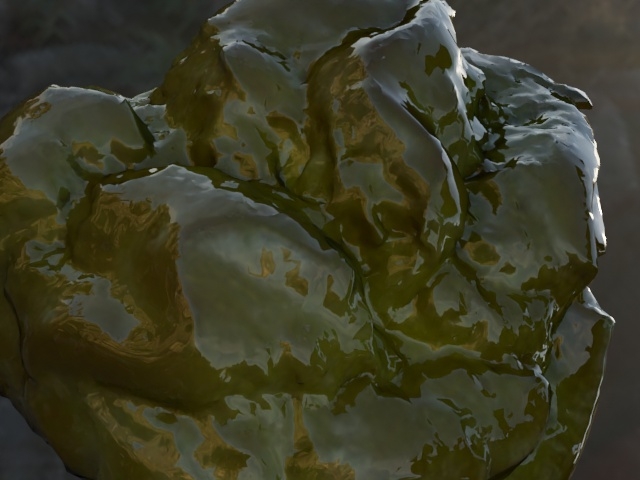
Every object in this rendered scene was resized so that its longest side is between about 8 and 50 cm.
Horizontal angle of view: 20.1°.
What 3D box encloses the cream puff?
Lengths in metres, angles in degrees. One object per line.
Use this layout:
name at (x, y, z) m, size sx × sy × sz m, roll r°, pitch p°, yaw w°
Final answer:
cream puff at (-0.001, -0.001, 0.868) m, size 0.324 × 0.257 × 0.291 m, roll 30°, pitch 7°, yaw -14°
